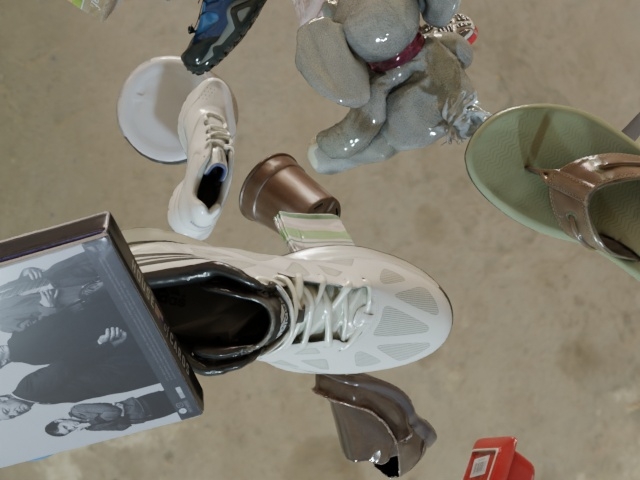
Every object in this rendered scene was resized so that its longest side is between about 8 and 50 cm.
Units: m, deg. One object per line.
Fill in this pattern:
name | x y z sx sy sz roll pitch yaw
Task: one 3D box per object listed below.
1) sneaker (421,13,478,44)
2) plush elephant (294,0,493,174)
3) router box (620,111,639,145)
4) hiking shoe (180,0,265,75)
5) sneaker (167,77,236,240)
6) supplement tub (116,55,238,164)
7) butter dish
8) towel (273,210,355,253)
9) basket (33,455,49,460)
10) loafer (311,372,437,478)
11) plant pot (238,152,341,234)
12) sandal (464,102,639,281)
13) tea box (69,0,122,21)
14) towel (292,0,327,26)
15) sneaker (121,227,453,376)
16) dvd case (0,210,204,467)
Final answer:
sneaker | 0.223 -0.353 1.754 0.279 0.118 0.107 -32 41 44
plush elephant | 0.087 -0.254 1.197 0.272 0.330 0.255 -36 108 -13
router box | 0.562 -0.119 1.355 0.309 0.243 0.081 -43 117 -18
hiking shoe | -0.127 -0.379 1.208 0.132 0.113 0.304 30 95 -9
sneaker | -0.185 -0.150 1.501 0.129 0.111 0.297 -27 57 58
supplement tub | -0.278 -0.259 1.767 0.207 0.338 0.207 0 97 1
butter dish | 0.316 0.430 1.494 0.118 0.160 0.159 26 70 -8
towel | 0.000 0.000 1.325 0.113 0.152 0.023 0 120 -20
basket | -0.446 0.250 1.385 0.289 0.255 0.201 19 110 32
loafer | 0.090 0.316 1.455 0.134 0.366 0.130 16 69 40
plant pot | -0.057 -0.074 1.817 0.165 0.167 0.167 37 106 34
sandal | 0.269 -0.031 0.764 0.303 0.086 0.120 33 96 17
tea box | -0.339 -0.539 1.161 0.324 0.220 0.329 33 148 -8
towel | -0.027 -0.538 1.404 0.053 0.317 0.331 -10 88 -10
sneaker | -0.030 0.097 0.948 0.448 0.257 0.169 7 98 -17
dvd case | -0.220 0.085 0.584 0.239 0.029 0.179 -15 129 4
